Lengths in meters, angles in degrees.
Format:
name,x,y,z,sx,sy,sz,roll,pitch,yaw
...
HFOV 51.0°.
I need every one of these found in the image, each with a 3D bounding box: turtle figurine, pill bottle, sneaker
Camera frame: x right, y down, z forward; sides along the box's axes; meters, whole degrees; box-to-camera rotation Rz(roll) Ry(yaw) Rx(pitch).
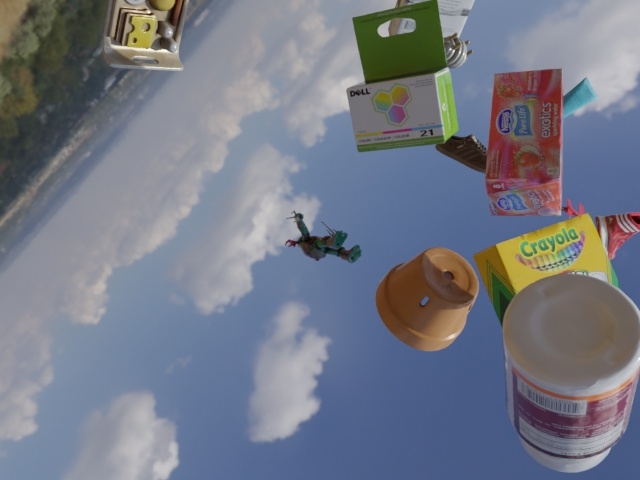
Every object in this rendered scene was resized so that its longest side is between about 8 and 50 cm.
name,x,y,z,sx,sy,sz,roll,pitch,yaw
turtle figurine,0.000,0.000,1.914,0.234,0.175,0.118,17,-93,48
pill bottle,0.450,0.259,1.220,0.223,0.392,0.224,-9,-131,10
sneaker,0.380,-0.225,1.677,0.066,0.188,0.071,-37,149,-59
sneaker,0.854,-0.008,1.894,0.128,0.221,0.087,-11,-116,23

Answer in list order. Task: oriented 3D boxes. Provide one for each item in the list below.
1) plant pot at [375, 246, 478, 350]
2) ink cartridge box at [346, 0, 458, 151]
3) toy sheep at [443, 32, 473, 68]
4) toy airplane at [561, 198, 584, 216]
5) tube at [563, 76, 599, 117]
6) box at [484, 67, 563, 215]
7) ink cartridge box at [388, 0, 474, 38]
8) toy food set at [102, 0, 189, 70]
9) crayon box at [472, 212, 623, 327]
name,x,y,z,sx,sy,sz,roll,pitch,yaw
plant pot,0.338,0.156,2.011,0.203,0.290,0.291,-58,-174,47
ink cartridge box,0.147,-0.314,1.299,0.188,0.255,0.097,-3,-160,29
toy sheep,0.344,-0.498,1.767,0.091,0.132,0.091,-14,-110,42
toy airplane,0.777,-0.072,2.023,0.028,0.151,0.151,-37,-160,47
tube,0.815,-0.447,2.216,0.207,0.080,0.052,-35,-169,2
box,0.445,-0.213,1.454,0.154,0.142,0.300,1,-121,21
ink cartridge box,0.380,-0.796,2.263,0.308,0.223,0.129,109,-16,-47
toy food set,-0.404,-0.571,1.667,0.092,0.219,0.306,43,-54,32
crayon box,0.615,0.123,1.757,0.362,0.313,0.106,-16,172,-29
